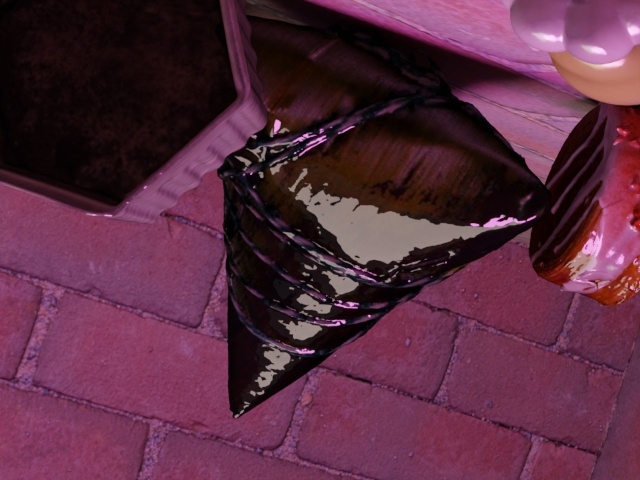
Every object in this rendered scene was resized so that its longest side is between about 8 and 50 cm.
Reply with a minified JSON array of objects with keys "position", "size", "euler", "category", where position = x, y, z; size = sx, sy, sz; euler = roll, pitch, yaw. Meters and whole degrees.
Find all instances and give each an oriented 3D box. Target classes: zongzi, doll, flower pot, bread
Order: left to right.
[{"position":[-0.153,-0.129,1.148],"size":[0.209,0.239,0.189],"euler":[48,-178,3],"category":"flower pot"},{"position":[0.000,0.000,1.413],"size":[0.319,0.362,0.383],"euler":[30,179,7],"category":"zongzi"},{"position":[0.148,-0.112,0.861],"size":[0.106,0.062,0.162],"euler":[13,177,22],"category":"doll"},{"position":[0.224,-0.032,1.275],"size":[0.073,0.160,0.160],"euler":[23,178,-8],"category":"bread"}]
